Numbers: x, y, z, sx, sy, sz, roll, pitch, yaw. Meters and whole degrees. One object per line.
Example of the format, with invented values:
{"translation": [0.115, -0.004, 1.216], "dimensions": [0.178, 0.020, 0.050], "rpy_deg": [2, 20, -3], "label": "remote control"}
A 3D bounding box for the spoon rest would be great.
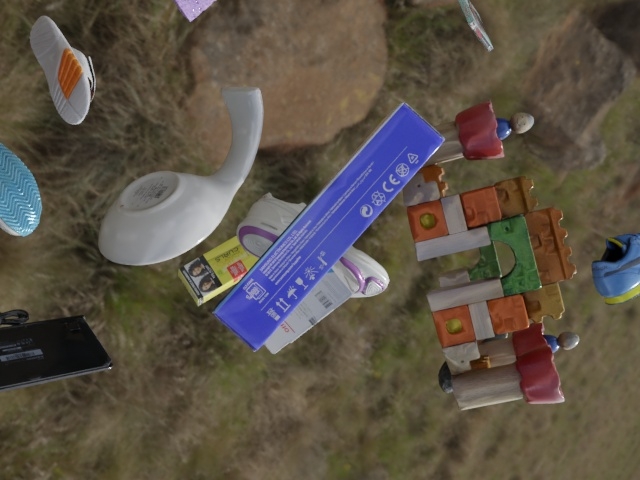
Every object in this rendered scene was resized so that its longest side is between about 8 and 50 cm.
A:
{"translation": [-0.141, -0.065, 0.954], "dimensions": [0.276, 0.137, 0.084], "rpy_deg": [-57, 141, -37], "label": "spoon rest"}

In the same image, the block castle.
{"translation": [0.273, 0.017, 1.333], "dimensions": [0.303, 0.213, 0.453], "rpy_deg": [-21, 97, -78], "label": "block castle"}

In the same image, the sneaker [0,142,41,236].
{"translation": [-0.511, -0.100, 1.274], "dimensions": [0.092, 0.228, 0.087], "rpy_deg": [-24, -163, 43], "label": "sneaker"}

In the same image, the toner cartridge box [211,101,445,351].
{"translation": [0.005, -0.017, 1.096], "dimensions": [0.348, 0.075, 0.165], "rpy_deg": [-48, -176, -4], "label": "toner cartridge box"}

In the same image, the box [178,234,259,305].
{"translation": [-0.189, 0.045, 1.849], "dimensions": [0.232, 0.087, 0.058], "rpy_deg": [-30, 170, -19], "label": "box"}

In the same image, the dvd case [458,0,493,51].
{"translation": [0.285, -0.412, 1.580], "dimensions": [0.013, 0.087, 0.119], "rpy_deg": [-26, 155, 22], "label": "dvd case"}

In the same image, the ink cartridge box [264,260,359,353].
{"translation": [-0.039, 0.093, 1.405], "dimensions": [0.180, 0.104, 0.060], "rpy_deg": [-39, -176, 19], "label": "ink cartridge box"}

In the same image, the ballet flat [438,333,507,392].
{"translation": [0.272, 0.206, 1.530], "dimensions": [0.173, 0.057, 0.049], "rpy_deg": [-37, 150, -22], "label": "ballet flat"}

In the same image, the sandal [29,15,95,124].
{"translation": [-0.504, -0.349, 1.716], "dimensions": [0.102, 0.265, 0.076], "rpy_deg": [-41, 154, 28], "label": "sandal"}

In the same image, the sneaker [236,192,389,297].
{"translation": [0.000, 0.000, 1.625], "dimensions": [0.114, 0.305, 0.152], "rpy_deg": [-59, -174, 45], "label": "sneaker"}

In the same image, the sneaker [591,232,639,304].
{"translation": [0.484, 0.013, 1.279], "dimensions": [0.209, 0.082, 0.069], "rpy_deg": [-32, -170, -28], "label": "sneaker"}

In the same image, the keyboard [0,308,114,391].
{"translation": [-0.307, 0.109, 0.845], "dimensions": [0.180, 0.108, 0.023], "rpy_deg": [-5, 133, -46], "label": "keyboard"}

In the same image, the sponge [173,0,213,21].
{"translation": [-0.212, -0.545, 1.707], "dimensions": [0.210, 0.031, 0.117], "rpy_deg": [-42, 156, -1], "label": "sponge"}
